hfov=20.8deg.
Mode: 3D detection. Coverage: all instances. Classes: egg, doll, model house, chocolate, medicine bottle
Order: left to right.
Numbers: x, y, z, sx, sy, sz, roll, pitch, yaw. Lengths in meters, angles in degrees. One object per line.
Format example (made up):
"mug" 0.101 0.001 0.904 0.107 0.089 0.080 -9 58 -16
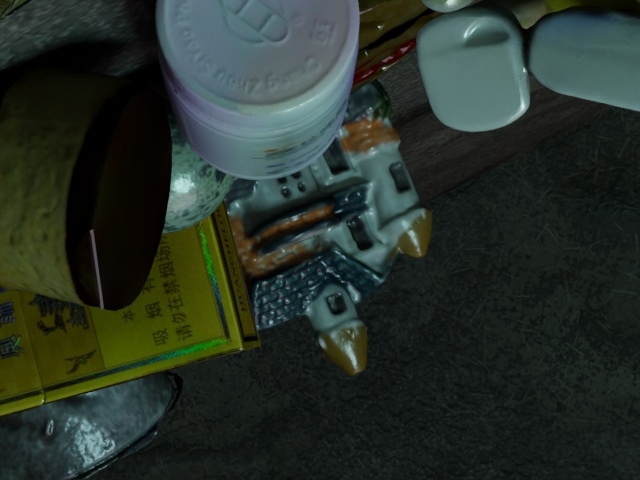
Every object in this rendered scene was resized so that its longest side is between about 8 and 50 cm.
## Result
"chocolate" -0.354 0.170 2.261 0.303 0.213 0.303 -23 -162 8
"egg" -0.158 -0.072 1.543 0.172 0.132 0.132 1 179 14
"medicine bottle" -0.048 -0.141 1.348 0.152 0.152 0.254 -25 174 -5
"model house" 0.000 0.000 1.945 0.271 0.301 0.190 -20 170 -31
"doll" 0.239 -0.199 1.406 0.423 0.348 0.161 -21 127 -37

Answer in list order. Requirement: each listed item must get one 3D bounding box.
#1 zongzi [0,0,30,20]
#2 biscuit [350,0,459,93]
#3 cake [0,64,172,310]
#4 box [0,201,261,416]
"zongzi" -0.210 -0.164 1.084 0.083 0.040 0.076 -3 165 -44
"biscuit" -0.011 -0.165 1.698 0.367 0.063 0.314 -31 171 28
"cake" -0.226 -0.048 1.388 0.178 0.185 0.208 9 -168 8
"box" -0.229 0.053 1.744 0.301 0.193 0.084 -16 175 12
